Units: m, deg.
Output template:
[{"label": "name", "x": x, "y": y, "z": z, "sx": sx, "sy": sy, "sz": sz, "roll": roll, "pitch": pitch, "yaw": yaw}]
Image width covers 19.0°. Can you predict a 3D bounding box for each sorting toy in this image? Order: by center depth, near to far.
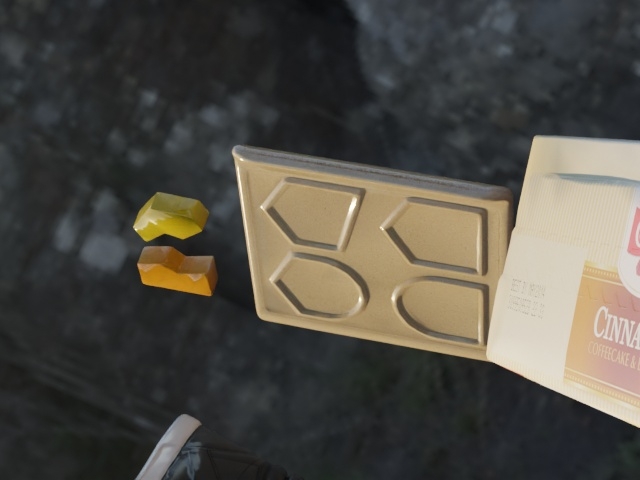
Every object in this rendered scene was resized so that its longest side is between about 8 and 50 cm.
[{"label": "sorting toy", "x": 0.000, "y": 0.000, "z": 1.482, "sx": 0.229, "sy": 0.307, "sz": 0.041, "roll": 82, "pitch": -158, "yaw": -52}]

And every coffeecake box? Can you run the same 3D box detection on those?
[{"label": "coffeecake box", "x": 0.155, "y": 0.024, "z": 0.484, "sx": 0.142, "sy": 0.186, "sz": 0.068, "roll": -160, "pitch": 82, "yaw": -77}]

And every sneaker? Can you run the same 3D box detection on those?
[{"label": "sneaker", "x": -0.077, "y": 0.234, "z": 1.365, "sx": 0.295, "sy": 0.147, "sz": 0.104, "roll": -62, "pitch": -10, "yaw": -61}]
